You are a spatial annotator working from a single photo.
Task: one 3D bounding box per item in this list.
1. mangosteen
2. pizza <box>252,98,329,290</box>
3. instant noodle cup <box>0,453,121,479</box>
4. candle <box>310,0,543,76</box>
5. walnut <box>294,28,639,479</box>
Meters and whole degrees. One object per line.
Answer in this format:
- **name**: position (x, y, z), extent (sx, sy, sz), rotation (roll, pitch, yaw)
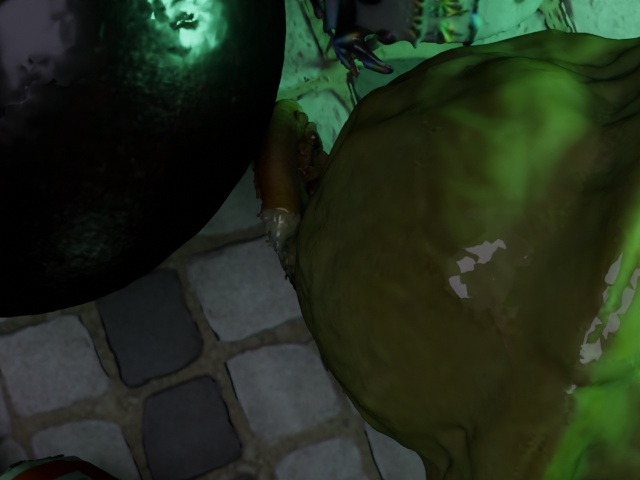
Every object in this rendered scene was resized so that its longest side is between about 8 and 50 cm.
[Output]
- **mangosteen**: position (-0.234, -0.143, 1.175), extent (0.382, 0.435, 0.382), rotation (-12, 70, 36)
- **pizza**: position (0.000, 0.000, 1.289), extent (0.052, 0.185, 0.195), rotation (-14, 120, 11)
- **instant noodle cup**: position (-0.122, 0.316, 1.254), extent (0.308, 0.294, 0.294), rotation (34, 95, 15)
- **candle**: position (0.073, -0.226, 1.211), extent (0.187, 0.330, 0.187), rotation (2, 49, -2)
- **walnut**: position (0.153, 0.028, 1.141), extent (0.383, 0.383, 0.384), rotation (0, 90, 9)
